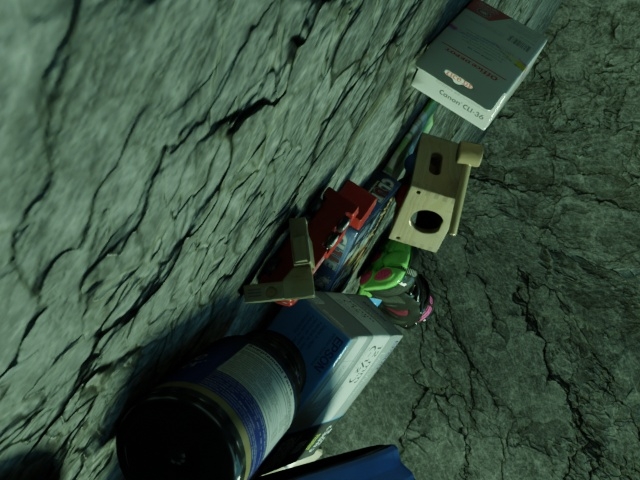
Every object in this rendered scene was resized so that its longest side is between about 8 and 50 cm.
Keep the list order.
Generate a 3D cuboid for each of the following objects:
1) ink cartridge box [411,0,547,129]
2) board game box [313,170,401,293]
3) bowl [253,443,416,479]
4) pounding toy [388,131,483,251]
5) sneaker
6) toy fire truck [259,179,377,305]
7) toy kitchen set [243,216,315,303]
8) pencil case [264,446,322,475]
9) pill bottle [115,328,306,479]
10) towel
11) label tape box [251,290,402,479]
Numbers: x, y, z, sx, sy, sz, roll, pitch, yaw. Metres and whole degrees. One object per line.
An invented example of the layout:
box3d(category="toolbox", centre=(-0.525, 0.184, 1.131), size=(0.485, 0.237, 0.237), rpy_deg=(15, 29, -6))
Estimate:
box3d(category="ink cartridge box", centre=(0.198, -0.221, 0.953), size=(0.198, 0.115, 0.067), rpy_deg=(-48, 168, -38))
box3d(category="board game box", centre=(0.031, 0.026, 1.144), size=(0.165, 0.042, 0.243), rpy_deg=(-46, 166, -49))
box3d(category="bowl", centre=(-0.069, 0.341, 0.935), size=(0.391, 0.077, 0.391), rpy_deg=(-15, 166, -4))
box3d(category="pounding toy", centre=(0.168, -0.082, 1.123), size=(0.206, 0.094, 0.181), rpy_deg=(108, -1, -49))
box3d(category="sneaker", centre=(0.213, 0.113, 1.885), size=(0.185, 0.202, 0.483), rpy_deg=(-56, 171, -8))
box3d(category="toy fire truck", centre=(0.000, 0.000, 0.886), size=(0.192, 0.047, 0.135), rpy_deg=(-54, 172, -13))
box3d(category="toy kitchen set", centre=(-0.045, 0.020, 0.771), size=(0.068, 0.075, 0.083), rpy_deg=(75, 9, -82))
box3d(category="pencil case", centre=(-0.157, 0.536, 1.515), size=(0.410, 0.160, 0.183), rpy_deg=(-55, 155, -10))
box3d(category="pill bottle", centre=(-0.092, 0.166, 0.732), size=(0.122, 0.123, 0.219), rpy_deg=(-60, 171, 19))
box3d(category="towel", centre=(0.145, -0.150, 1.205), size=(0.152, 0.023, 0.113), rpy_deg=(-56, 171, -8))
box3d(category="label tape box", centre=(0.001, 0.208, 1.126), size=(0.249, 0.115, 0.348), rpy_deg=(-55, 156, 9))
